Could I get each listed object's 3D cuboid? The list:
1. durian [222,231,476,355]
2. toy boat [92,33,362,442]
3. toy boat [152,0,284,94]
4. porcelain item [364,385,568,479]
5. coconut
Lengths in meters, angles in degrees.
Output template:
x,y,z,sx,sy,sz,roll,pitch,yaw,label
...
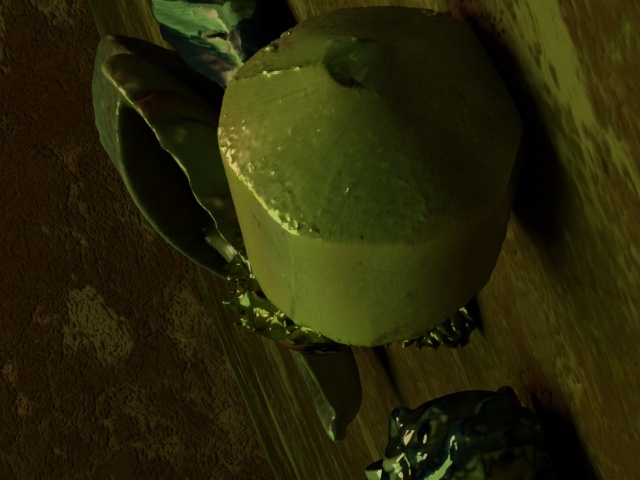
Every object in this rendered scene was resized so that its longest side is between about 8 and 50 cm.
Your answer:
x,y,z,sx,sy,sz,roll,pitch,yaw,label
-0.003,0.002,0.913,0.186,0.108,0.119,-131,20,-69,durian
-0.069,-0.031,1.278,0.276,0.111,0.293,57,175,-27,toy boat
-0.034,-0.060,1.155,0.220,0.067,0.291,-132,19,-70,toy boat
0.060,0.169,0.869,0.288,0.138,0.186,143,115,-81,porcelain item
0.020,-0.031,0.668,0.122,0.116,0.116,85,162,-58,coconut
